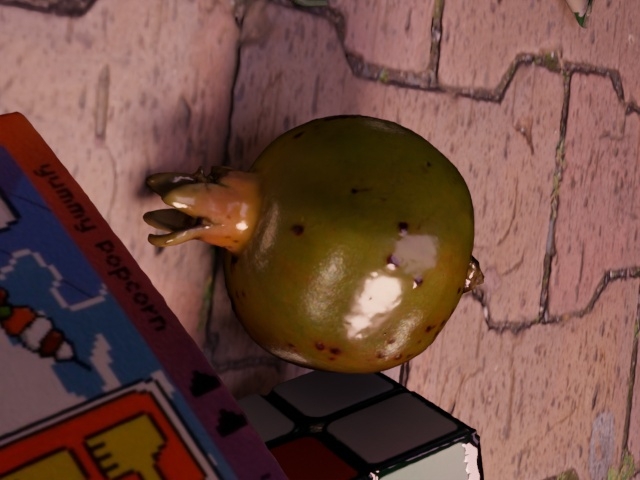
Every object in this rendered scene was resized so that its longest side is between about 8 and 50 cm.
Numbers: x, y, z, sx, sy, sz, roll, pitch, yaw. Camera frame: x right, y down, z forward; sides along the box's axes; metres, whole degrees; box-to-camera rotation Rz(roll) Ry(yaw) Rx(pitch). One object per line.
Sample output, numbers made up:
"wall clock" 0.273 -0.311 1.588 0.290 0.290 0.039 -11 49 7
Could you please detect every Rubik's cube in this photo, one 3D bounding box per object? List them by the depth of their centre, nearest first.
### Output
"Rubik's cube" 0.007 0.213 0.825 0.180 0.167 0.183 -17 110 -25

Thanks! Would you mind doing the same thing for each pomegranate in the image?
"pomegranate" 0.002 0.004 0.806 0.246 0.198 0.198 2 94 -49

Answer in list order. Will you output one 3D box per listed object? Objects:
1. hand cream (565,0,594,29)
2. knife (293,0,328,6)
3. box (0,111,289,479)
"hand cream" 0.248 -0.325 1.178 0.276 0.059 0.095 33 72 -54
"knife" -0.019 -0.287 0.871 0.054 0.015 0.212 -14 108 -42
"box" -0.200 0.172 0.379 0.349 0.318 0.257 -19 156 -41
